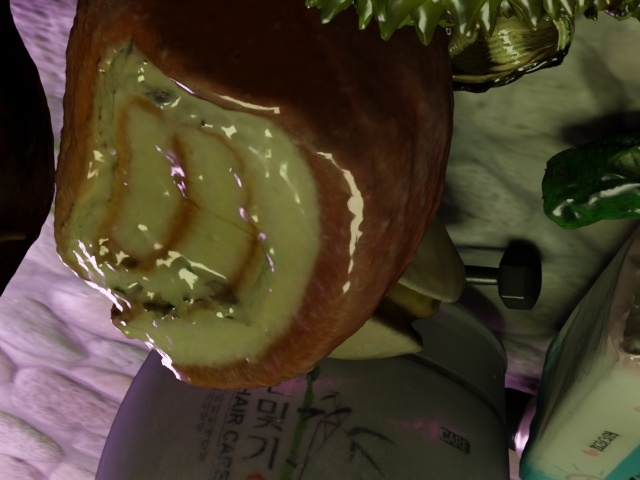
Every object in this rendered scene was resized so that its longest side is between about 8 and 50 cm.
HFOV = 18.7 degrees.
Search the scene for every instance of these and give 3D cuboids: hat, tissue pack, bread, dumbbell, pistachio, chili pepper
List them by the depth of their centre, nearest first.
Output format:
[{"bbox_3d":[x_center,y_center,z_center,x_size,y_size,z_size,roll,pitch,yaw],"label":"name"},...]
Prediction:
[{"bbox_3d":[0.078,-0.114,0.884,0.077,0.059,0.076,-16,128,40],"label":"hat"},{"bbox_3d":[-0.035,-0.038,0.898,0.190,0.123,0.244,30,141,15],"label":"bread"},{"bbox_3d":[0.209,-0.026,1.027,0.182,0.050,0.073,10,150,-1],"label":"chili pepper"},{"bbox_3d":[0.000,0.000,1.106,0.223,0.126,0.152,29,-174,-42],"label":"pistachio"},{"bbox_3d":[0.244,0.089,1.174,0.201,0.124,0.271,13,158,-2],"label":"tissue pack"},{"bbox_3d":[0.096,0.021,1.205,0.083,0.040,0.036,4,-173,21],"label":"dumbbell"}]

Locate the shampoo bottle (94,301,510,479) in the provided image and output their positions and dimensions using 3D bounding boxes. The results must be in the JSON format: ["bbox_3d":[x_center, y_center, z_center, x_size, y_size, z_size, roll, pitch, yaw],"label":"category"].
[{"bbox_3d":[-0.009,0.163,1.288,0.273,0.266,0.273,12,159,5],"label":"shampoo bottle"}]

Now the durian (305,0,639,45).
[{"bbox_3d":[0.028,-0.136,0.775,0.375,0.132,0.106,11,170,-9],"label":"durian"}]

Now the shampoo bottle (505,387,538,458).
[{"bbox_3d":[0.241,0.161,1.371,0.257,0.078,0.127,16,165,18],"label":"shampoo bottle"}]

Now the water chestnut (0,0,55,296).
[{"bbox_3d":[-0.283,-0.074,0.915,0.350,0.302,0.350,7,-170,-1],"label":"water chestnut"}]
